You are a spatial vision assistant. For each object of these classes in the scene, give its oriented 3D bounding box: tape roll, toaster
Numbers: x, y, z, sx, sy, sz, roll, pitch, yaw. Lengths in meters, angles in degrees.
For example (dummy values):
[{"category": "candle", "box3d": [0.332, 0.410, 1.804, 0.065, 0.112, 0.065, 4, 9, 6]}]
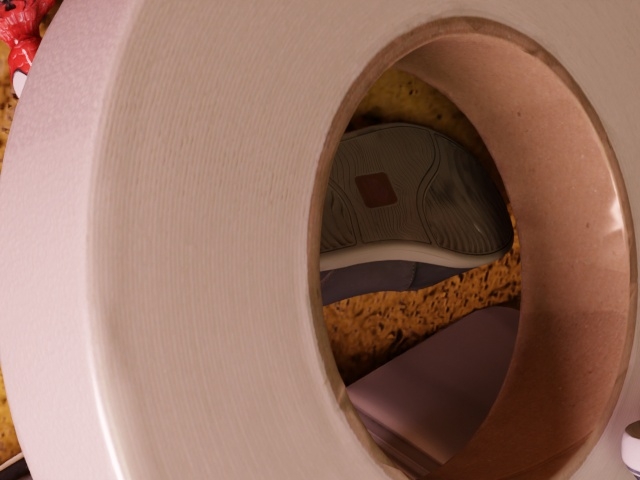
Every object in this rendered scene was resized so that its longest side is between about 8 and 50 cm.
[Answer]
[{"category": "tape roll", "box3d": [0.052, 0.012, 0.489, 0.392, 0.072, 0.392, 4, 84, -40]}, {"category": "toaster", "box3d": [0.091, 0.154, 0.666, 0.185, 0.110, 0.168, -27, 127, -32]}]

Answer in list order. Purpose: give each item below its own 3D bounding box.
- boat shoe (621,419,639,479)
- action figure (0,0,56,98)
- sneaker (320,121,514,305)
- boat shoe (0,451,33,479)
[{"category": "boat shoe", "box3d": [0.208, 0.133, 0.526, 0.183, 0.065, 0.083, 10, 92, -34]}, {"category": "action figure", "box3d": [-0.142, -0.153, 0.393, 0.091, 0.139, 0.280, -25, 127, -10]}, {"category": "sneaker", "box3d": [0.000, 0.000, 0.589, 0.222, 0.083, 0.118, -2, 156, -44]}, {"category": "boat shoe", "box3d": [-0.241, 0.266, 0.533, 0.500, 0.187, 0.156, -37, 161, 2]}]
